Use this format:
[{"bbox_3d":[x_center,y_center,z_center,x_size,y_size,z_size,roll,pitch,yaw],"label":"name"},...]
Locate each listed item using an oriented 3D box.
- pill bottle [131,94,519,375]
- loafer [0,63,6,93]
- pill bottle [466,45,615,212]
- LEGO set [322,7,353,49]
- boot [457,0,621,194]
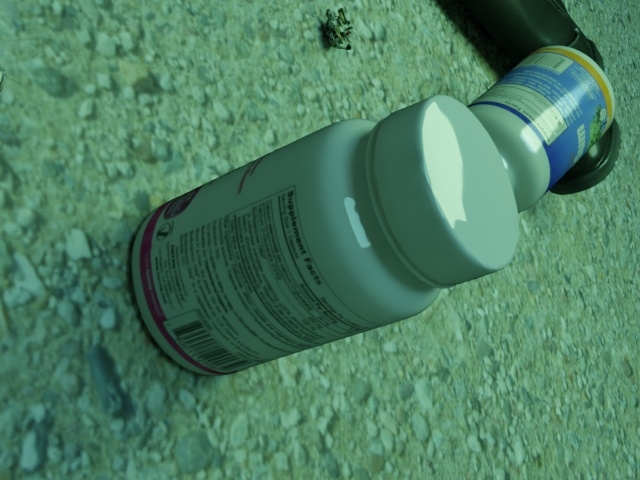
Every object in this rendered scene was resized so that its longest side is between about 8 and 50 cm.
[{"bbox_3d":[0.000,0.000,0.771,0.160,0.283,0.160,30,49,-43],"label":"pill bottle"},{"bbox_3d":[-0.258,-0.097,0.684,0.045,0.039,0.125,56,36,-17],"label":"loafer"},{"bbox_3d":[0.253,-0.128,1.265,0.272,0.152,0.152,-41,108,-32],"label":"pill bottle"},{"bbox_3d":[0.018,-0.250,1.171,0.054,0.023,0.083,67,21,-6],"label":"LEGO set"},{"bbox_3d":[0.280,-0.327,1.455,0.445,0.146,0.367,48,32,-32],"label":"boot"}]
